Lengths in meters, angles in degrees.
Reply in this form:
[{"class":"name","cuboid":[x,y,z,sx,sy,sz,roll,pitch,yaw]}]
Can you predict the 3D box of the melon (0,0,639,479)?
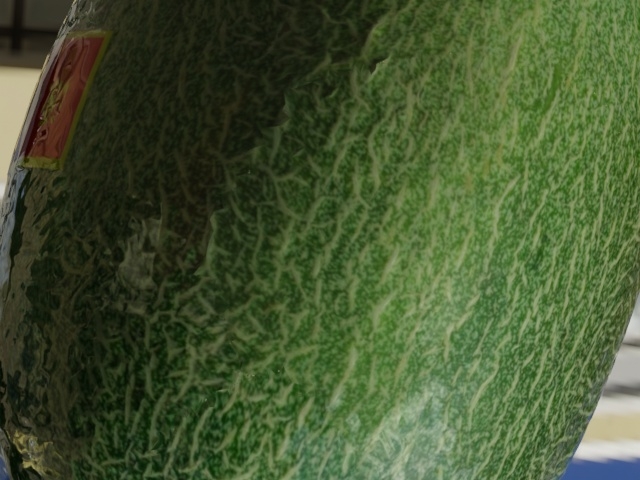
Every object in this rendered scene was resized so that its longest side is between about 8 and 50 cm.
[{"class":"melon","cuboid":[0.000,0.000,0.548,0.182,0.288,0.182,19,167,4]}]
